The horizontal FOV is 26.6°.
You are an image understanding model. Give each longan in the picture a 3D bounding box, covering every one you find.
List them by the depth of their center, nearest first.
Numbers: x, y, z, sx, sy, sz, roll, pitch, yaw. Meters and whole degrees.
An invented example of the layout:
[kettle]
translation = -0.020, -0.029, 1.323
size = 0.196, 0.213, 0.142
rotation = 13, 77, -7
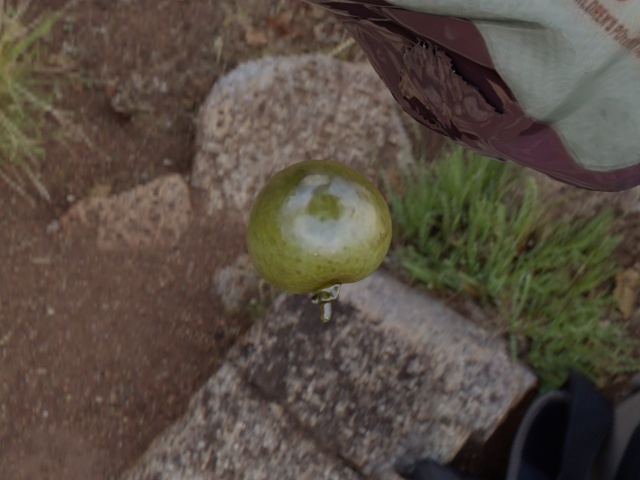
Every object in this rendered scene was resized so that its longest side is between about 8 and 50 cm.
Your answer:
[longan]
translation = 0.000, 0.000, 0.691
size = 0.075, 0.075, 0.083
rotation = -11, 93, -18

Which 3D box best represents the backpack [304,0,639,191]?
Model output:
[backpack]
translation = 0.069, -0.206, 0.439
size = 0.197, 0.283, 0.317
rotation = 30, 92, 41
